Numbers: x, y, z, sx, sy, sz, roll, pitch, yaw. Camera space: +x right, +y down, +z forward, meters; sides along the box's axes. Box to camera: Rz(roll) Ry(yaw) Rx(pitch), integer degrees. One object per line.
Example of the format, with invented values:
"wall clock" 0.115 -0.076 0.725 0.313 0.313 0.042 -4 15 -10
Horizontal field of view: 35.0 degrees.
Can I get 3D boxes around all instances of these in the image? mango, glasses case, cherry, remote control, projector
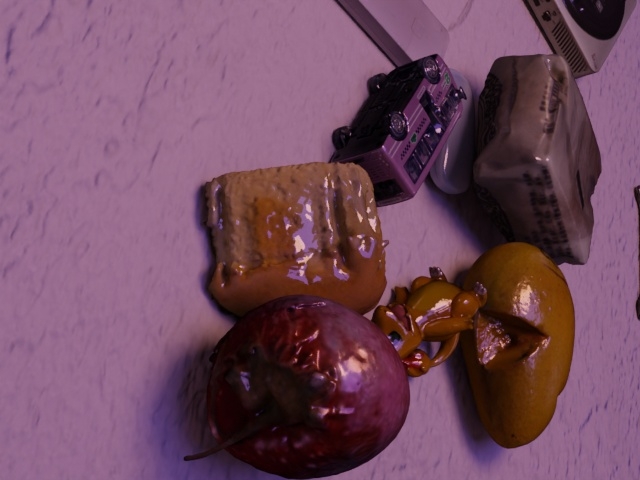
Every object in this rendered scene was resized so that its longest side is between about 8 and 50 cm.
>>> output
"mango" 0.253 0.133 1.312 0.167 0.130 0.261 2 82 -45
"glasses case" 0.177 -0.148 1.373 0.067 0.045 0.178 23 62 -42
"cherry" -0.003 0.153 1.009 0.250 0.192 0.175 32 23 -52
"remote control" 0.079 -0.316 1.331 0.250 0.034 0.103 42 52 -30
"projector" 0.428 -0.440 1.688 0.257 0.079 0.259 54 49 -21

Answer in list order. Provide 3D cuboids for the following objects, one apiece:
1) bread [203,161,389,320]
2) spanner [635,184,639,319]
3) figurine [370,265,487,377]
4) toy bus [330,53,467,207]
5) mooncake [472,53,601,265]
"bread" 0.010 -0.001 1.098 0.252 0.133 0.174 5 73 -44
"spanner" 0.554 0.018 1.731 0.054 0.015 0.254 24 62 -37
"figurine" 0.112 0.113 1.210 0.176 0.121 0.122 -19 123 -40
"toy bus" 0.102 -0.139 1.259 0.108 0.096 0.199 52 49 -24
"mooncake" 0.294 -0.116 1.395 0.254 0.136 0.250 57 36 -42
